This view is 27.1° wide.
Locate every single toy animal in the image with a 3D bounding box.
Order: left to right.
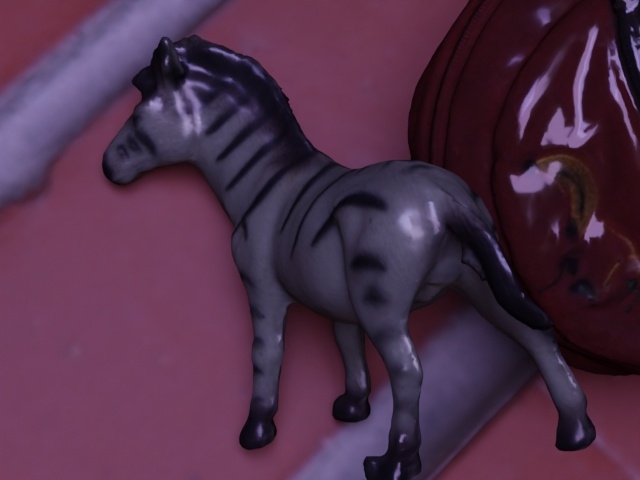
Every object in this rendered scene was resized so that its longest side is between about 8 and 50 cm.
[{"bbox_3d":[0.004,-0.001,0.526,0.073,0.217,0.176,-18,103,-37],"label":"toy animal"}]

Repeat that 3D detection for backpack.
[{"bbox_3d":[0.139,-0.048,0.559,0.229,0.139,0.229,0,90,-23],"label":"backpack"}]
